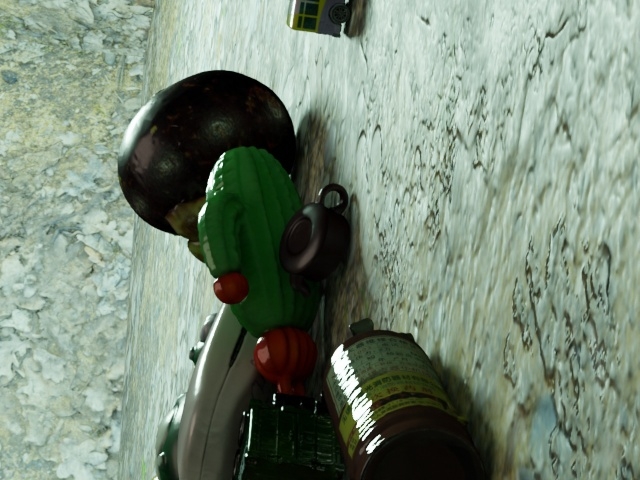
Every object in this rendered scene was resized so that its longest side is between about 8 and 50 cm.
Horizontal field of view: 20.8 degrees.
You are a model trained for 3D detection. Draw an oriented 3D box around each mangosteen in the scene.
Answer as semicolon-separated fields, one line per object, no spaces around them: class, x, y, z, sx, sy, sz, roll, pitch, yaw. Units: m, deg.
mangosteen;-0.101;-0.065;1.795;0.217;0.192;0.192;54;159;10

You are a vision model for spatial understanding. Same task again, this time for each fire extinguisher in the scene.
fire extinguisher;0.038;0.117;1.094;0.252;0.075;0.106;-116;33;-71

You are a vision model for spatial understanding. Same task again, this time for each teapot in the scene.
teapot;0.000;0.000;1.487;0.068;0.045;0.100;20;86;56

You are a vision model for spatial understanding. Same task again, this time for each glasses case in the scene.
glasses case;-0.074;0.119;1.606;0.297;0.075;0.113;-72;-7;-57

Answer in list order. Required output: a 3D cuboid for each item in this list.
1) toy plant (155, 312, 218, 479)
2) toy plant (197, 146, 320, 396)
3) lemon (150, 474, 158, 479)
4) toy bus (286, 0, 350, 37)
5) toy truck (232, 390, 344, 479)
toy plant;-0.113;0.215;1.796;0.232;0.113;0.243;89;-178;-45
toy plant;-0.054;0.021;1.539;0.154;0.088;0.240;50;-152;-32
lemon;-0.148;0.303;1.957;0.109;0.109;0.133;-96;-1;-51
toy bus;0.000;-0.241;1.593;0.052;0.058;0.102;-119;36;-73
toy truck;-0.044;0.250;1.453;0.121;0.088;0.259;-91;12;-59
